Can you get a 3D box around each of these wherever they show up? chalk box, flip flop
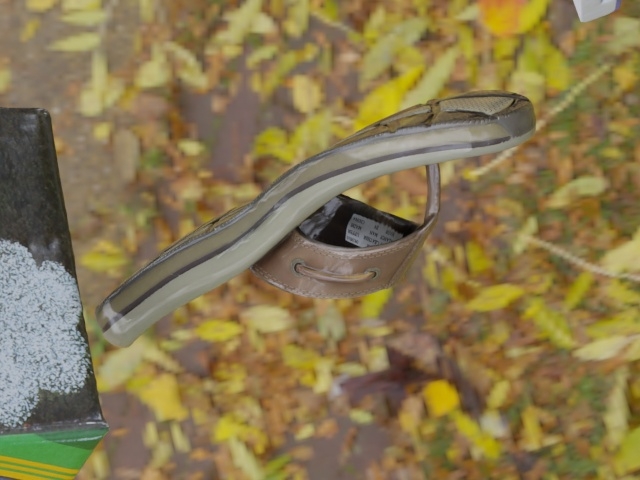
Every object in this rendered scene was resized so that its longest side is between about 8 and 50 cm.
[{"bbox_3d":[-0.270,0.053,0.867,0.179,0.289,0.180,-54,44,51],"label":"chalk box"},{"bbox_3d":[0.000,0.000,1.000,0.277,0.112,0.080,-30,92,25],"label":"flip flop"}]

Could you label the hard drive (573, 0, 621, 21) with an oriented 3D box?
[{"bbox_3d":[0.189,-0.355,1.648,0.040,0.210,0.319,-20,87,7],"label":"hard drive"}]
